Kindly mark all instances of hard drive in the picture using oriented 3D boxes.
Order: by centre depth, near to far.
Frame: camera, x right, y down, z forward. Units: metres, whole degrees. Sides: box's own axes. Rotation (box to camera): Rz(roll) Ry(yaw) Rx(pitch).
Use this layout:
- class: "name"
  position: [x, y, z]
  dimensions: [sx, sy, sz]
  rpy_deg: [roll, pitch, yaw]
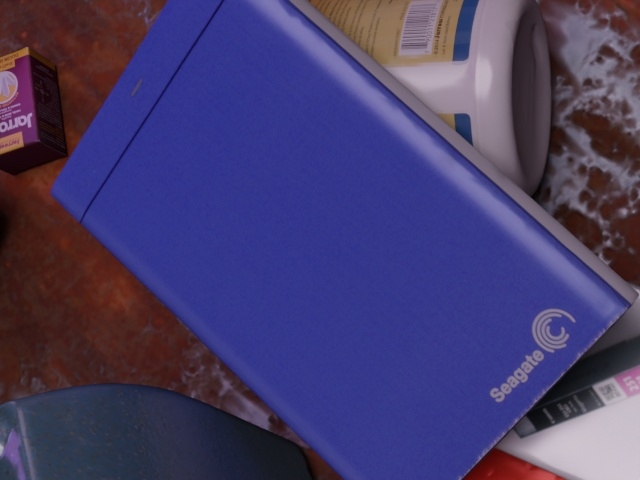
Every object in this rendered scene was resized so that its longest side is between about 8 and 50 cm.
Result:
- class: "hard drive"
  position: [0.000, 0.000, 0.763]
  dimensions: [0.319, 0.040, 0.210]
  rpy_deg: [43, 117, 10]

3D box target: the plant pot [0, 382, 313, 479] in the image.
- class: "plant pot"
  position: [-0.139, 0.225, 0.728]
  dimensions: [0.248, 0.252, 0.247]
  rpy_deg: [-34, 47, 10]

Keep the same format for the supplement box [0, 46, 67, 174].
- class: "supplement box"
  position: [-0.239, -0.102, 0.997]
  dimensions: [0.055, 0.043, 0.083]
  rpy_deg: [-17, 72, 16]

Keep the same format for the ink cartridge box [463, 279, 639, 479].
- class: "ink cartridge box"
  position: [0.193, 0.157, 0.756]
  dimensions: [0.275, 0.060, 0.238]
  rpy_deg: [22, 85, 25]

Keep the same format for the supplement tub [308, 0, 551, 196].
- class: "supplement tub"
  position: [0.042, -0.093, 0.828]
  dimensions: [0.200, 0.144, 0.144]
  rpy_deg: [1, 78, 22]
